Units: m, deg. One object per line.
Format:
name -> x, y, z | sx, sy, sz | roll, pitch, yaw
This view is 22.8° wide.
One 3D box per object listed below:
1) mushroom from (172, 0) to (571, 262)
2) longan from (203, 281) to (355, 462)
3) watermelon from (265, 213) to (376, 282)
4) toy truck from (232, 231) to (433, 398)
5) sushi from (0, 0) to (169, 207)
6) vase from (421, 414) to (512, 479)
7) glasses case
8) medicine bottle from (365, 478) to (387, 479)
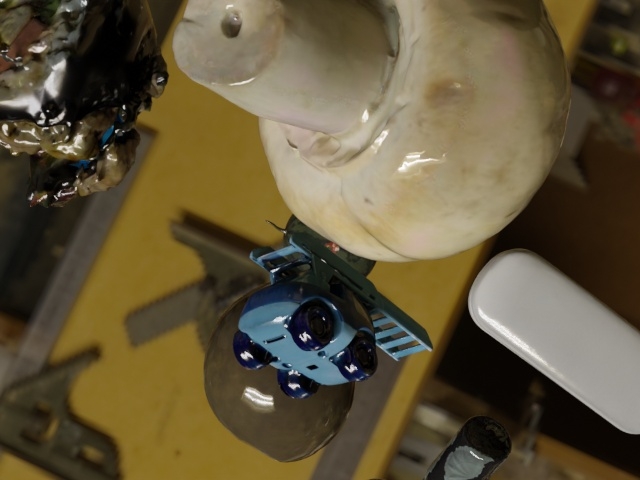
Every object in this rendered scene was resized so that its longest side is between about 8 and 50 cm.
mushroom -> 0.072, -0.162, 1.465 | 0.325, 0.353, 0.353 | 4, 168, 18
longan -> -0.049, 0.155, 1.881 | 0.198, 0.213, 0.198 | -1, -168, 0
watermelon -> 0.000, 0.000, 1.767 | 0.133, 0.105, 0.105 | 19, 176, -10
toy truck -> 0.012, 0.057, 0.906 | 0.063, 0.074, 0.136 | -19, 137, 35
sushi -> -0.246, -0.158, 1.562 | 0.225, 0.238, 0.219 | 6, 141, 33
vase -> 0.140, 0.268, 1.734 | 0.060, 0.060, 0.211 | 25, 136, -4
glasses case -> 0.246, 0.097, 1.522 | 0.233, 0.092, 0.059 | 35, -178, -11
medicine bottle -> -0.073, 0.262, 0.934 | 0.322, 0.151, 0.151 | -20, -161, -27
